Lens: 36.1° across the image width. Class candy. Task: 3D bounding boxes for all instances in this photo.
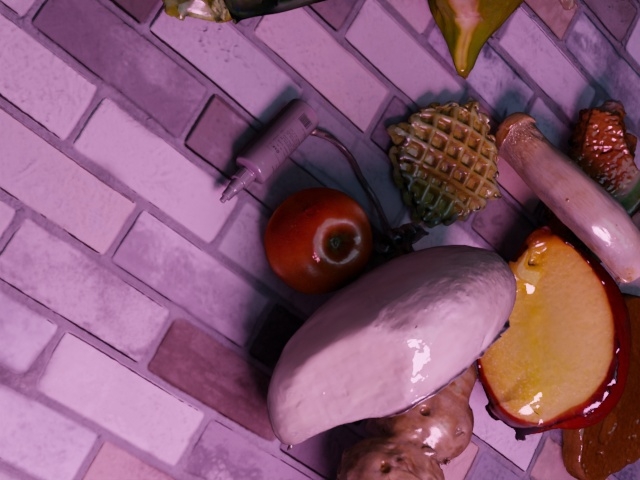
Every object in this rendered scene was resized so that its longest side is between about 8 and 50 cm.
[{"bbox_3d":[0.109,0.131,1.444,0.427,0.386,0.186,-26,83,-47],"label":"candy"}]

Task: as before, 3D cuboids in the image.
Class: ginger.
[{"bbox_3d":[0.129,0.336,1.533,0.176,0.256,0.375,31,72,0],"label":"ginger"}]

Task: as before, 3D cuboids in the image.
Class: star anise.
[{"bbox_3d":[0.060,-0.052,1.584,0.148,0.218,0.227,-34,69,4],"label":"star anise"}]

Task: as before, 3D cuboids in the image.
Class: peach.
[{"bbox_3d":[0.409,0.158,1.715,0.201,0.257,0.362,10,76,-66],"label":"peach"}]

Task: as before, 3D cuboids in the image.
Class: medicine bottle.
[{"bbox_3d":[-0.083,-0.127,1.459,0.199,0.057,0.058,-50,117,-20],"label":"medicine bottle"}]

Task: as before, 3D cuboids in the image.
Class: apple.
[{"bbox_3d":[0.000,0.000,1.474,0.163,0.139,0.164,-4,97,-34],"label":"apple"}]

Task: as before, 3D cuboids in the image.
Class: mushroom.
[{"bbox_3d":[0.432,-0.075,1.682,0.095,0.123,0.351,-38,80,-8],"label":"mushroom"}]

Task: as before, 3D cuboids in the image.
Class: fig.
[{"bbox_3d":[0.251,-0.401,1.602,0.206,0.206,0.275,-16,128,-31],"label":"fig"}]

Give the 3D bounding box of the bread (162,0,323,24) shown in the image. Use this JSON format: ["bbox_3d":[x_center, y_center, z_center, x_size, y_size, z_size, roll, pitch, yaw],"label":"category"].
[{"bbox_3d":[-0.059,-0.441,1.360,0.376,0.208,0.251,-27,101,-29],"label":"bread"}]

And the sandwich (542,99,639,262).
[{"bbox_3d":[0.534,-0.107,1.805,0.250,0.162,0.301,-10,102,-36],"label":"sandwich"}]

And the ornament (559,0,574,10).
[{"bbox_3d":[0.386,-0.527,1.666,0.245,0.061,0.230,64,22,-22],"label":"ornament"}]

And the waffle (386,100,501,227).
[{"bbox_3d":[0.213,-0.129,1.654,0.207,0.054,0.214,-23,108,-26],"label":"waffle"}]

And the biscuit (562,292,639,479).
[{"bbox_3d":[0.571,0.288,1.912,0.359,0.074,0.381,39,75,-28],"label":"biscuit"}]
